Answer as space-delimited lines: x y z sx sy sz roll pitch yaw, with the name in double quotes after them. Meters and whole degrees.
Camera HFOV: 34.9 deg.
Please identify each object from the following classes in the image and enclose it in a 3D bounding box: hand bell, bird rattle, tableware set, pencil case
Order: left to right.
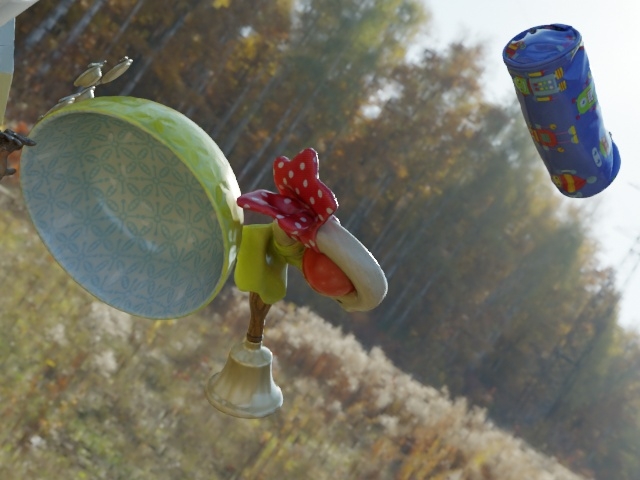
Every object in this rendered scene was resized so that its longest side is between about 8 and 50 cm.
-0.386 -0.250 1.671 0.020 0.169 0.141 53 22 -2 "tableware set"
-0.101 0.138 1.558 0.126 0.242 0.126 9 25 -4 "hand bell"
0.000 0.000 1.227 0.207 0.143 0.253 39 -26 -1 "bird rattle"
0.393 -0.207 1.621 0.119 0.133 0.306 28 -22 48 "pencil case"

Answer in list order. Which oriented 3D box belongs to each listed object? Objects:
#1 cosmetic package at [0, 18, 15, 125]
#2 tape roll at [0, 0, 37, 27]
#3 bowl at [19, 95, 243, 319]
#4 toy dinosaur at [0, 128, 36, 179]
-0.554 -0.258 1.295 0.310 0.160 0.113 5 -35 -23 "cosmetic package"
-0.306 -0.257 0.673 0.286 0.100 0.286 51 20 -26 "tape roll"
-0.202 -0.061 1.242 0.289 0.289 0.156 33 41 7 "bowl"
-0.406 -0.046 1.052 0.127 0.200 0.295 30 3 -9 "toy dinosaur"
